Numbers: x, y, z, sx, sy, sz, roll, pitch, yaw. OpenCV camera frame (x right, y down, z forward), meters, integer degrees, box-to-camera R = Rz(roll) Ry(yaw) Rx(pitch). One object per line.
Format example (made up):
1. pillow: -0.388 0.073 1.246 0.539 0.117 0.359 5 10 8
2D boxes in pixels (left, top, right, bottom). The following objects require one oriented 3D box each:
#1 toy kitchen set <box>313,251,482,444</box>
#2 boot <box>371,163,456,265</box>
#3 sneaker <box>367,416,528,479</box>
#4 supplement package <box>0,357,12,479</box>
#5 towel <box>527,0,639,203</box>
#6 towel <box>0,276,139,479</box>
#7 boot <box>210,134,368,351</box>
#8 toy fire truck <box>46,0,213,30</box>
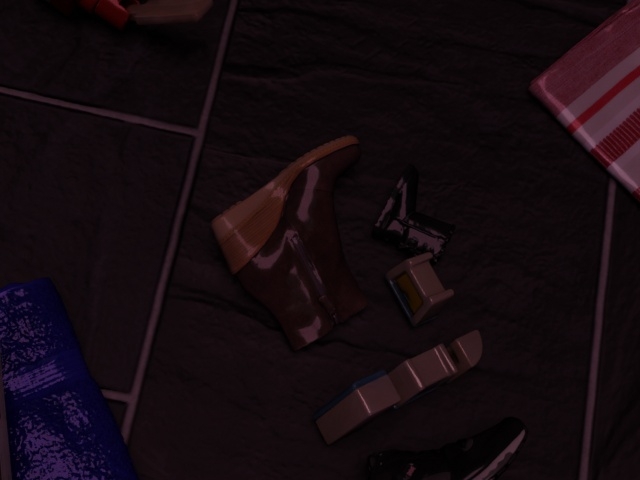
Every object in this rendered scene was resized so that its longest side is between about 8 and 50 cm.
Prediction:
1. toy kitchen set: 0.075 0.131 1.356 0.207 0.122 0.166 -19 73 -34
2. boot: 0.134 -0.031 1.438 0.099 0.045 0.121 26 77 5
3. sneaker: 0.124 0.285 1.297 0.283 0.107 0.124 -37 73 -17
4. supplement package: -0.492 0.223 1.162 0.262 0.145 0.204 -13 76 13
5. towel: 0.490 -0.173 1.538 0.237 0.037 0.329 -40 80 -17
6. towel: -0.373 0.210 1.273 0.227 0.076 0.308 -24 75 -14
7. boot: 0.000 0.000 1.406 0.248 0.090 0.207 -37 91 -19
8. toy fire truck: -0.251 -0.383 1.470 0.246 0.158 0.217 36 69 -6
